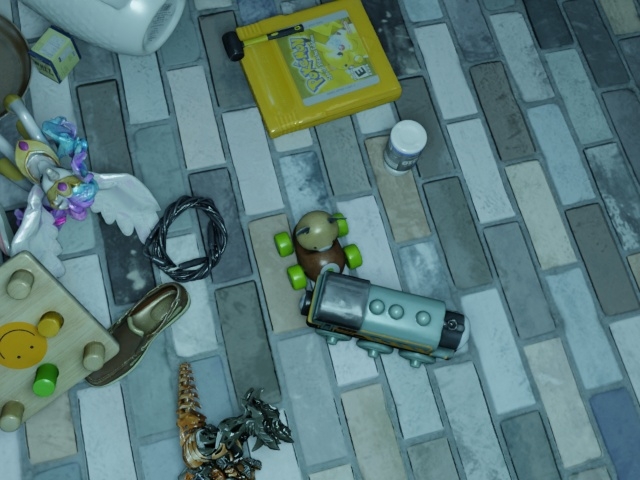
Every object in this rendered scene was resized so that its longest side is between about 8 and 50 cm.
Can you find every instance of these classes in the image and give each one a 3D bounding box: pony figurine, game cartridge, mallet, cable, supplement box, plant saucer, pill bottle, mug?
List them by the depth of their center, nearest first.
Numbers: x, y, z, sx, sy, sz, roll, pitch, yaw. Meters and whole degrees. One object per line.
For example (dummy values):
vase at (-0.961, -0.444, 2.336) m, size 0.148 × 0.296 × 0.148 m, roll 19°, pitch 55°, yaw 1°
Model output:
pony figurine at (-0.514, -0.098, 1.268) m, size 0.303 × 0.351 × 0.363 m, roll -39°, pitch 60°, yaw -20°
cable at (-0.266, -0.007, 1.373) m, size 0.151 × 0.047 × 0.184 m, roll 35°, pitch 72°, yaw -6°
mug at (-0.476, -0.551, 1.379) m, size 0.328 × 0.374 × 0.276 m, roll 34°, pitch 102°, yaw -3°
pill bottle at (0.179, -0.196, 1.436) m, size 0.078 × 0.137 × 0.078 m, roll 1°, pitch 72°, yaw -4°
plant saucer at (-0.785, -0.370, 1.437) m, size 0.311 × 0.050 × 0.310 m, roll 3°, pitch 77°, yaw -12°
supplement box at (-0.585, -0.410, 1.465) m, size 0.056 × 0.083 × 0.083 m, roll 29°, pitch 71°, yaw 5°
mallet at (-0.132, -0.467, 1.507) m, size 0.190 × 0.039 × 0.062 m, roll -26°, pitch 79°, yaw -14°
game cartridge at (-0.013, -0.408, 1.533) m, size 0.324 × 0.052 × 0.285 m, roll -19°, pitch 75°, yaw -11°

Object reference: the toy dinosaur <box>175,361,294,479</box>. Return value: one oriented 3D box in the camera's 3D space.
toy dinosaur at (-0.181, 0.380, 1.220) m, size 0.219 × 0.164 × 0.321 m, roll -29°, pitch 98°, yaw 3°

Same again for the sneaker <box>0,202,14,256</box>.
sneaker at (-0.670, -0.016, 1.349) m, size 0.070 × 0.051 × 0.134 m, roll -24°, pitch 73°, yaw -10°

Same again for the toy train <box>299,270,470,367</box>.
toy train at (0.123, 0.153, 1.288) m, size 0.334 × 0.190 × 0.142 m, roll 15°, pitch 74°, yaw 0°

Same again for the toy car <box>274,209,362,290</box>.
toy car at (0.000, 0.000, 1.329) m, size 0.155 × 0.188 × 0.148 m, roll -20°, pitch 75°, yaw -11°

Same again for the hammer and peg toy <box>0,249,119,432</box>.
hammer and peg toy at (-0.580, 0.208, 1.165) m, size 0.361 × 0.127 × 0.265 m, roll -35°, pitch 115°, yaw -1°

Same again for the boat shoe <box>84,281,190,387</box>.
boat shoe at (-0.365, 0.174, 1.290) m, size 0.095 × 0.095 × 0.257 m, roll 39°, pitch 73°, yaw 8°
